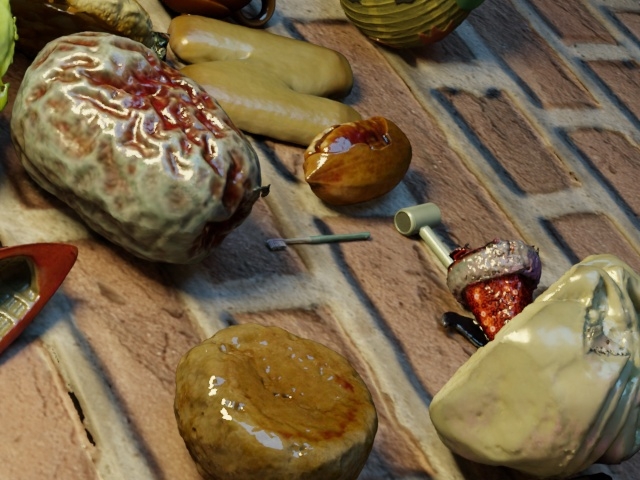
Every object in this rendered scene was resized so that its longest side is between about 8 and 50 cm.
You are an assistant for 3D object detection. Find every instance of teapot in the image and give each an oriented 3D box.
[{"bbox_3d":[-0.169,-0.380,2.230,0.252,0.135,0.178,19,-2,-42],"label":"teapot"}]

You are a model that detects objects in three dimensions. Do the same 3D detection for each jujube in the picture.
[{"bbox_3d":[-0.220,-0.109,1.770,0.317,0.226,0.226,36,37,11],"label":"jujube"}]

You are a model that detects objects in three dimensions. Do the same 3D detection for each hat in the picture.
[{"bbox_3d":[0.247,0.105,1.907,0.140,0.129,0.227,21,47,-49],"label":"hat"}]

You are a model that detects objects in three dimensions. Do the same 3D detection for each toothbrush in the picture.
[{"bbox_3d":[0.000,0.000,1.940,0.167,0.011,0.014,-5,51,-36],"label":"toothbrush"}]

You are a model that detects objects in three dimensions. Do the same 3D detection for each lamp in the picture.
[{"bbox_3d":[0.136,-0.449,2.355,0.250,0.284,0.250,-16,43,16],"label":"lamp"}]

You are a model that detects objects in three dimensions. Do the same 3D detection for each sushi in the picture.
[{"bbox_3d":[-0.262,-0.257,2.067,0.085,0.056,0.083,15,44,-16],"label":"sushi"}]

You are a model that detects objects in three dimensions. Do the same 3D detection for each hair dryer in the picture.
[{"bbox_3d":[0.160,0.001,2.021,0.063,0.038,0.124,-15,58,-43],"label":"hair dryer"}]

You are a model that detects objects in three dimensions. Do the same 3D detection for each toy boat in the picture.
[{"bbox_3d":[-0.394,0.089,1.511,0.079,0.136,0.392,6,27,28],"label":"toy boat"}]

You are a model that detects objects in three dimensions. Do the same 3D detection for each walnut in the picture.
[{"bbox_3d":[0.047,-0.108,2.021,0.116,0.116,0.207,43,42,22],"label":"walnut"}]

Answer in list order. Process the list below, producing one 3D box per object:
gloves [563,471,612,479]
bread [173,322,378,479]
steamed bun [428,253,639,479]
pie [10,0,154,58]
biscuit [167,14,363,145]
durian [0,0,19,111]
[{"bbox_3d":[0.260,0.320,1.618,0.285,0.119,0.142,-2,54,-13],"label":"gloves"},{"bbox_3d":[-0.051,0.194,1.575,0.230,0.123,0.230,16,32,-10],"label":"bread"},{"bbox_3d":[0.291,0.162,1.692,0.320,0.275,0.206,-43,79,-14],"label":"steamed bun"},{"bbox_3d":[-0.356,-0.304,1.901,0.315,0.315,0.092,19,77,-10],"label":"pie"},{"bbox_3d":[-0.078,-0.232,2.141,0.291,0.062,0.237,12,38,-17],"label":"biscuit"},{"bbox_3d":[-0.483,-0.204,1.726,0.340,0.204,0.256,10,49,47],"label":"durian"}]
